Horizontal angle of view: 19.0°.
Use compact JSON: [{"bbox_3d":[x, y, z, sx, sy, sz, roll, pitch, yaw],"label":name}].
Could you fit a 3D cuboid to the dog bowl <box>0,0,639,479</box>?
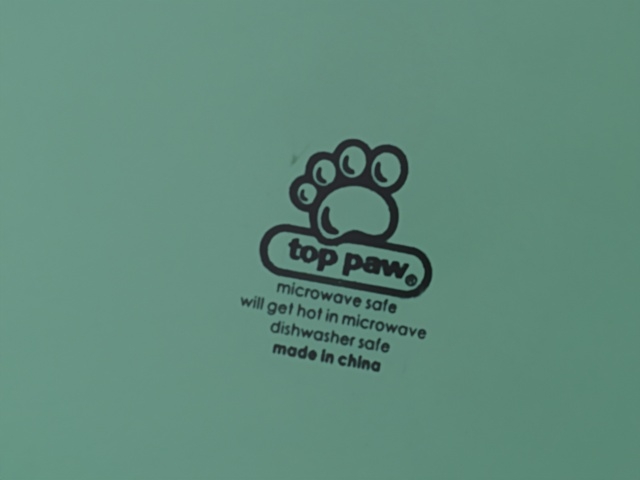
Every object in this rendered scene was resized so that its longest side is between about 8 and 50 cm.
[{"bbox_3d":[0.000,0.000,0.496,0.265,0.104,0.265,0,90,-6],"label":"dog bowl"}]
